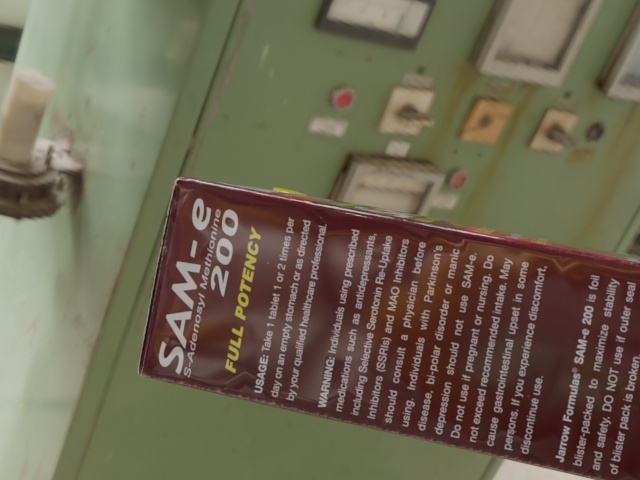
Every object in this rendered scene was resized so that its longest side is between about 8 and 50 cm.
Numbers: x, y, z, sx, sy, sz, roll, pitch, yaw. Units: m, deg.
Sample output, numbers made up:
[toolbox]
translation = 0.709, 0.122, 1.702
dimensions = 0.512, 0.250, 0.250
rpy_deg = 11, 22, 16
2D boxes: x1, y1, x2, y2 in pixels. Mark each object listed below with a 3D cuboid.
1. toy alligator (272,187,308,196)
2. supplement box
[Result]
[toy alligator]
translation = 0.000, 0.000, 0.811
dimensions = 0.051, 0.056, 0.190
rpy_deg = 10, 6, -27
[supplement box]
translation = 0.072, 0.034, 0.403
dimensions = 0.239, 0.073, 0.130
rpy_deg = 11, 2, 11
